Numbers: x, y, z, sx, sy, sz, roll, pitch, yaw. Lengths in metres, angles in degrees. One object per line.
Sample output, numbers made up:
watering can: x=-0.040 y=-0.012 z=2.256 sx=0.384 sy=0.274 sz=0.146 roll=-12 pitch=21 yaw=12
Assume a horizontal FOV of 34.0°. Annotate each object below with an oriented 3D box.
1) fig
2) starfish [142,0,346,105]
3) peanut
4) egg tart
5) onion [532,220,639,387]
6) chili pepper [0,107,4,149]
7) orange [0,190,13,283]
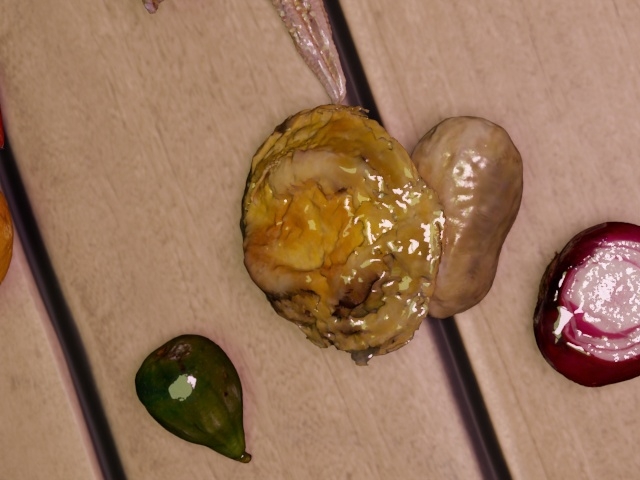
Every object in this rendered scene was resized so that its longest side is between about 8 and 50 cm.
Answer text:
fig: x=-0.135 y=0.197 z=1.223 sx=0.117 sy=0.117 sz=0.177 roll=-31 pitch=96 yaw=14
starfish: x=-0.044 y=-0.383 z=1.144 sx=0.384 sy=0.132 sz=0.398 roll=37 pitch=88 yaw=2
peanut: x=0.145 y=-0.024 z=1.118 sx=0.129 sy=0.129 sz=0.224 roll=19 pitch=107 yaw=13
egg tart: x=0.000 y=0.000 z=1.102 sx=0.297 sy=0.132 sz=0.297 roll=12 pitch=107 yaw=43
onion: x=0.318 y=0.077 z=1.088 sx=0.198 sy=0.135 sz=0.173 roll=28 pitch=98 yaw=-4
chili pepper: x=-0.435 y=-0.170 z=1.288 sx=0.073 sy=0.070 sz=0.123 roll=-4 pitch=95 yaw=31
orange: x=-0.473 y=-0.008 z=1.245 sx=0.219 sy=0.193 sz=0.219 roll=0 pitch=89 yaw=29
